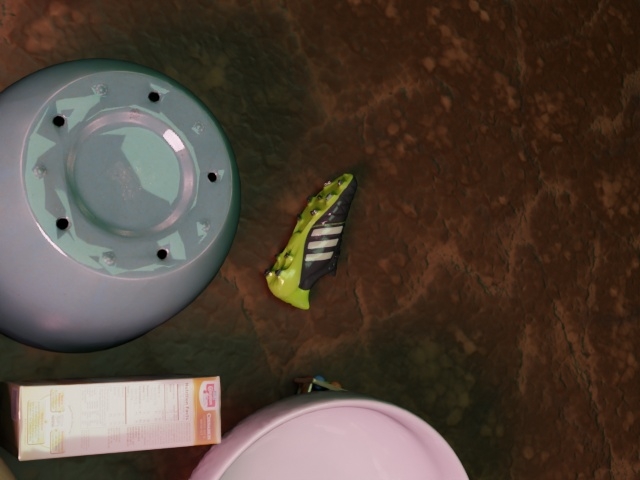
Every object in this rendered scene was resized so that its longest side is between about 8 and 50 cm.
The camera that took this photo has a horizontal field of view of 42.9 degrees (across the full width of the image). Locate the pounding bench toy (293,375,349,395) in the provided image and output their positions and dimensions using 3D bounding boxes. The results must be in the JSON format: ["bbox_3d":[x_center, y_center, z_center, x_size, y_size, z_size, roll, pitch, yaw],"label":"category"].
[{"bbox_3d":[0.008,0.200,0.963,0.083,0.052,0.065,24,71,-23],"label":"pounding bench toy"}]

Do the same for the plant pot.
[{"bbox_3d":[-0.209,-0.040,0.784,0.293,0.235,0.293,5,80,-28],"label":"plant pot"}]

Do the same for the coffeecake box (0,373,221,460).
[{"bbox_3d":[-0.209,0.169,0.803,0.185,0.142,0.068,2,81,-28],"label":"coffeecake box"}]

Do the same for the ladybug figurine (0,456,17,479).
[{"bbox_3d":[-0.379,0.202,0.581,0.162,0.305,0.449,-45,82,10],"label":"ladybug figurine"}]

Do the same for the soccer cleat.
[{"bbox_3d":[0.000,0.000,0.993,0.072,0.060,0.179,40,72,-27],"label":"soccer cleat"}]

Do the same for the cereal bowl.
[{"bbox_3d":[-0.007,0.318,0.868,0.339,0.141,0.339,-2,96,-22],"label":"cereal bowl"}]
